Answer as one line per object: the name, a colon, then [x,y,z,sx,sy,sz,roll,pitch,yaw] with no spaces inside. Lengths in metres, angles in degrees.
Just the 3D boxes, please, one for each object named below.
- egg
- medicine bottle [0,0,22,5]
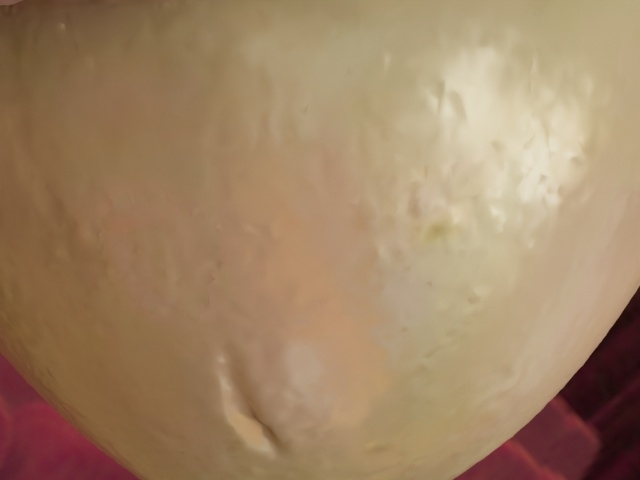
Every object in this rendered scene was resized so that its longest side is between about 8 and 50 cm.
egg: [-0.017,0.003,0.548,0.206,0.271,0.162,-11,92,-42]
medicine bottle: [-0.131,-0.186,1.082,0.202,0.202,0.316,-90,156,-82]
